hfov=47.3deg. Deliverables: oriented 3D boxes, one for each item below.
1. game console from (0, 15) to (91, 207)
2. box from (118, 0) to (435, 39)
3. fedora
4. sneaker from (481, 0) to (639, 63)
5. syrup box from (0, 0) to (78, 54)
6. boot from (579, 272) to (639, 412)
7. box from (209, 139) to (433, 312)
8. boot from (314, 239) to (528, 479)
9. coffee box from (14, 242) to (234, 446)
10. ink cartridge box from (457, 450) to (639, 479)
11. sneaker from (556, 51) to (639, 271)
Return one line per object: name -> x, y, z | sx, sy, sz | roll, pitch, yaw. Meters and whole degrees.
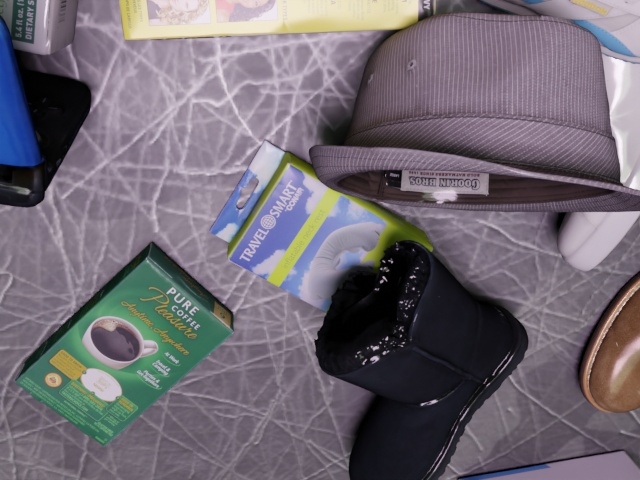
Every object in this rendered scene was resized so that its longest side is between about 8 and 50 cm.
game console -> -0.310, -0.136, 0.457 | 0.293, 0.250, 0.173 | 10, 123, -9
box -> -0.033, -0.190, 0.566 | 0.232, 0.087, 0.058 | -4, 110, -2
fedora -> 0.120, -0.092, 0.546 | 0.243, 0.275, 0.124 | 7, 88, -26
sneaker -> 0.199, -0.192, 0.525 | 0.228, 0.092, 0.088 | 21, 93, 21
syrup box -> -0.302, -0.209, 0.528 | 0.236, 0.096, 0.093 | 10, 110, -10
boot -> 0.380, 0.069, 0.693 | 0.112, 0.115, 0.305 | 39, 105, -20
box -> 0.000, 0.000, 0.668 | 0.178, 0.042, 0.109 | 29, 106, -16
boot -> 0.060, 0.129, 0.659 | 0.207, 0.094, 0.246 | 29, 102, -43
coffee box -> -0.183, 0.101, 0.693 | 0.184, 0.040, 0.113 | -43, 110, 12
ink cartridge box -> 0.270, 0.405, 0.772 | 0.198, 0.197, 0.270 | -9, 112, -2
sneaker -> 0.246, -0.120, 0.624 | 0.123, 0.106, 0.290 | 21, 107, 6
